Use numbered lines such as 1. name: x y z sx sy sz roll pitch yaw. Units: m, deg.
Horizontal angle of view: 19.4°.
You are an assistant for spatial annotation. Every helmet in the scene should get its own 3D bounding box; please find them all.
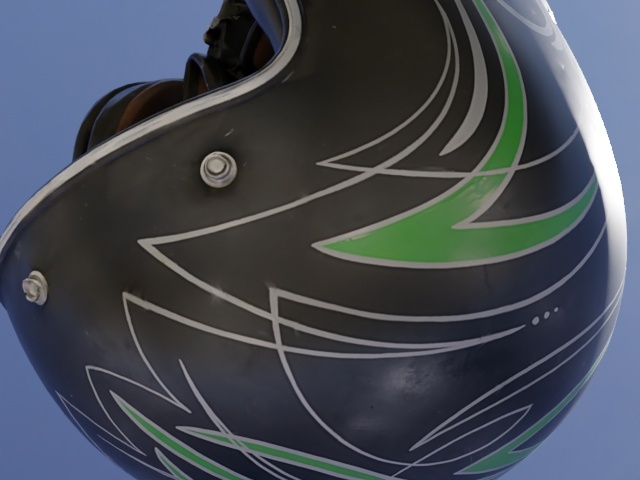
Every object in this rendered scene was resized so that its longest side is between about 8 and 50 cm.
1. helmet: 0.000 0.000 0.514 0.169 0.169 0.161 -2 -129 12
